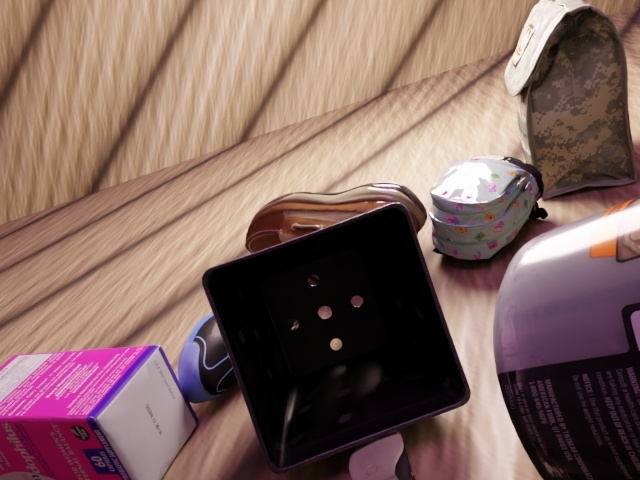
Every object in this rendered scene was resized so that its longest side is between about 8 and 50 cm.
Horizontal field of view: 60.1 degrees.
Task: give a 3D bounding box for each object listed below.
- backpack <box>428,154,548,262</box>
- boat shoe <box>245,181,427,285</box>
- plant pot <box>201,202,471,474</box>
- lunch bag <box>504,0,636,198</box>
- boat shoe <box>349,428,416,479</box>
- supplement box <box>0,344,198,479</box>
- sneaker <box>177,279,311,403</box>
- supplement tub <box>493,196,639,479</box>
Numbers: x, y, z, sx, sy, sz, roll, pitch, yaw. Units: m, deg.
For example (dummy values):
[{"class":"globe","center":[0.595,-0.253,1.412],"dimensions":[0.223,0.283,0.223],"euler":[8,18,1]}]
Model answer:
[{"class":"backpack","center":[0.222,-0.050,0.787],"dimensions":[0.152,0.115,0.182],"euler":[5,34,39]},{"class":"boat shoe","center":[0.000,0.000,0.829],"dimensions":[0.324,0.122,0.120],"euler":[-11,48,42]},{"class":"plant pot","center":[0.009,0.084,0.555],"dimensions":[0.188,0.187,0.167],"euler":[-20,1,-4]},{"class":"lunch bag","center":[0.390,-0.246,0.891],"dimensions":[0.169,0.287,0.235],"euler":[-10,25,18]},{"class":"boat shoe","center":[0.053,0.196,0.443],"dimensions":[0.049,0.042,0.133],"euler":[-25,8,6]},{"class":"supplement box","center":[-0.265,0.192,0.592],"dimensions":[0.220,0.111,0.114],"euler":[-8,25,24]},{"class":"sneaker","center":[-0.085,0.109,0.688],"dimensions":[0.090,0.081,0.232],"euler":[-15,20,26]},{"class":"supplement tub","center":[0.281,0.042,0.278],"dimensions":[0.338,0.207,0.207],"euler":[-28,9,47]}]
